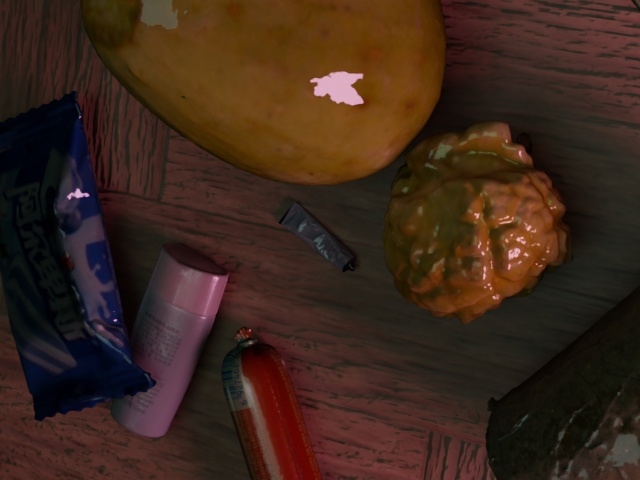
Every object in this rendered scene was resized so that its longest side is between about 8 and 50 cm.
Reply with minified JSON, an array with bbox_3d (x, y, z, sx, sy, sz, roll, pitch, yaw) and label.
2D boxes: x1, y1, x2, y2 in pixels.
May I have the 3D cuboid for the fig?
[{"bbox_3d":[-0.049,-0.185,1.069,0.258,0.326,0.258,-16,69,46],"label":"fig"}]

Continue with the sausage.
[{"bbox_3d":[-0.041,0.214,1.257,0.083,0.083,0.264,-17,90,24],"label":"sausage"}]

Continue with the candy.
[{"bbox_3d":[-0.279,0.016,1.318,0.187,0.077,0.331,-18,80,34],"label":"candy"}]

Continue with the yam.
[{"bbox_3d":[0.302,0.131,1.038,0.300,0.195,0.195,-42,82,24],"label":"yam"}]

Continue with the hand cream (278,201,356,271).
[{"bbox_3d":[0.000,0.000,1.240,0.093,0.019,0.030,42,114,19],"label":"hand cream"}]

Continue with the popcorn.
[{"bbox_3d":[0.135,-0.016,1.102,0.180,0.180,0.170,22,63,18],"label":"popcorn"}]

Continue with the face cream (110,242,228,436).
[{"bbox_3d":[-0.161,0.106,1.302,0.084,0.057,0.198,28,106,20],"label":"face cream"}]

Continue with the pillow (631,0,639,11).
[{"bbox_3d":[0.267,-0.360,1.008,0.322,0.120,0.255,48,113,9],"label":"pillow"}]
